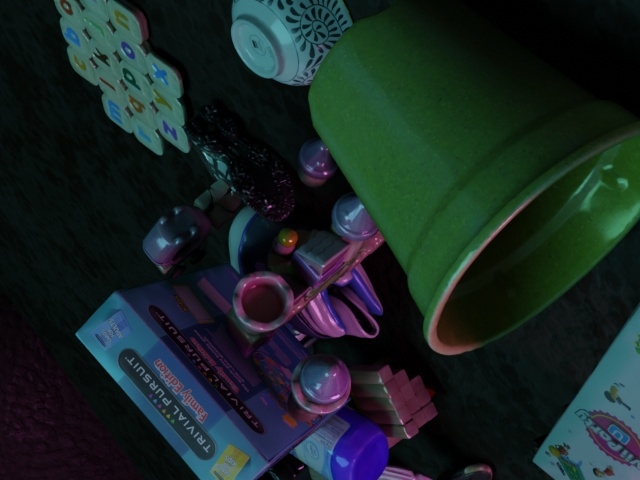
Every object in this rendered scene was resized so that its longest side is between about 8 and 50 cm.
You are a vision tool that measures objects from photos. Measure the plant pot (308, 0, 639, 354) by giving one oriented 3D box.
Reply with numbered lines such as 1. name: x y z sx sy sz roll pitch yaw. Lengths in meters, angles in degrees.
1. plant pot: 0.130 -0.082 1.026 0.254 0.276 0.276 51 157 25

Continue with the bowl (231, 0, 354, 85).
1. bowl: -0.046 -0.232 1.267 0.170 0.080 0.170 38 152 24

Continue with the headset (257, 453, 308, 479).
1. headset: -0.134 0.441 2.136 0.394 0.243 0.185 50 162 50

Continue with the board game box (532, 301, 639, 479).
1. board game box: 0.312 0.084 0.961 0.097 0.224 0.303 39 152 17

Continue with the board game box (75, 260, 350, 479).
1. board game box: -0.116 0.157 1.389 0.254 0.079 0.336 47 -164 8

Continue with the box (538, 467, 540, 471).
1. box: 0.328 0.329 1.488 0.067 0.018 0.083 8 132 53

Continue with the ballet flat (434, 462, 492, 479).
1. ballet flat: 0.203 0.354 1.692 0.057 0.049 0.173 22 150 -12

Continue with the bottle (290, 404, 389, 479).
1. bottle: -0.034 0.250 1.627 0.282 0.092 0.118 29 149 31

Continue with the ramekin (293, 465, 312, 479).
1. ramekin: 0.040 0.439 1.887 0.207 0.207 0.109 8 123 54

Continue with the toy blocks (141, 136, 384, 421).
1. toy blocks: 0.000 0.000 1.269 0.309 0.288 0.260 48 160 8

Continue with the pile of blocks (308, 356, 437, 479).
1. pile of blocks: 0.071 0.256 1.705 0.149 0.112 0.362 53 147 13

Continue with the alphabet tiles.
1. alphabet tiles: -0.289 -0.255 1.681 0.278 0.021 0.284 36 151 26

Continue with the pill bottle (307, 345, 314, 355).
1. pill bottle: -0.088 0.208 1.817 0.087 0.160 0.087 37 151 25

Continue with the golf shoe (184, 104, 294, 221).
1. golf shoe: -0.105 -0.097 1.558 0.198 0.077 0.094 50 166 15

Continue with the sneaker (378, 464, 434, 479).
1. sneaker: 0.146 0.407 1.635 0.262 0.121 0.099 15 150 3

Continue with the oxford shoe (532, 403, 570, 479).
1. oxford shoe: 0.306 0.280 1.397 0.096 0.082 0.227 36 138 31

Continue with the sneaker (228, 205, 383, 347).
1. sneaker: -0.014 0.112 1.609 0.236 0.130 0.323 34 145 37
